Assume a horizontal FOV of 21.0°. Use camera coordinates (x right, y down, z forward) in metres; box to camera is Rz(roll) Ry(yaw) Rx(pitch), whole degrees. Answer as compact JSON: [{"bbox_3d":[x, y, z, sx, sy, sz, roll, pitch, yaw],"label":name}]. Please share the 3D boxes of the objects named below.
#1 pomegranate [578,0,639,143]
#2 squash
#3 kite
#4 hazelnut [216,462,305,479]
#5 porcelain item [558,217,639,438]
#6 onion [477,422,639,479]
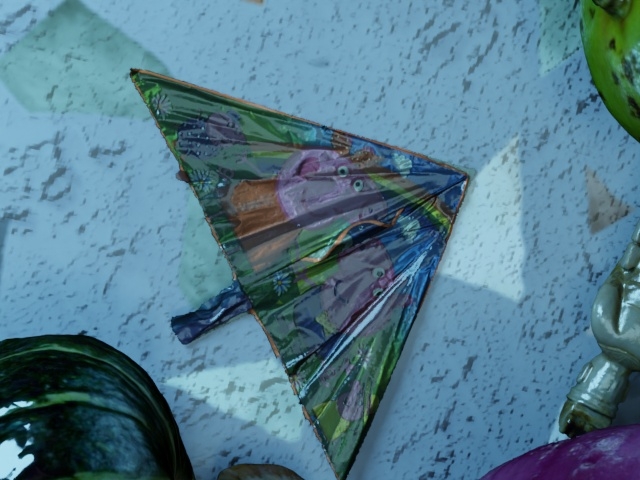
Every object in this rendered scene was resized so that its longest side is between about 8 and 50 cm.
[{"bbox_3d":[0.284,-0.145,1.092,0.263,0.211,0.211,-3,100,-27],"label":"pomegranate"},{"bbox_3d":[-0.157,0.184,1.057,0.165,0.252,0.252,-10,100,1],"label":"squash"},{"bbox_3d":[0.000,0.000,1.166,0.234,0.016,0.321,-27,101,-2],"label":"kite"},{"bbox_3d":[-0.040,0.186,1.157,0.086,0.086,0.086,-1,99,-7],"label":"hazelnut"},{"bbox_3d":[0.226,0.043,1.180,0.084,0.054,0.213,28,94,-8],"label":"porcelain item"},{"bbox_3d":[0.224,0.266,1.108,0.358,0.345,0.358,0,112,1],"label":"onion"}]
